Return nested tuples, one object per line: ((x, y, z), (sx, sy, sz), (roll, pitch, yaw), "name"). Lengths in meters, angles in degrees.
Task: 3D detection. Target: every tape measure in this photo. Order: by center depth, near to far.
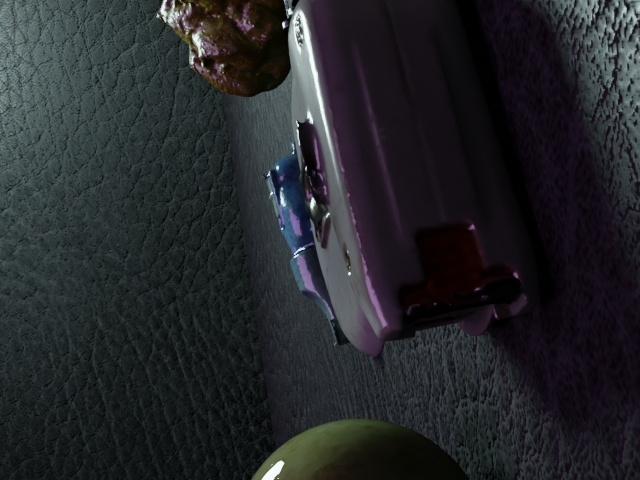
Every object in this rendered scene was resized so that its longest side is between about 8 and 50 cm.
((0.050, -0.041, 0.777), (0.265, 0.130, 0.258), (103, 154, -70), "tape measure")

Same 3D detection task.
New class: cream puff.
((-0.112, -0.321, 1.466), (0.244, 0.196, 0.244), (-160, 90, -74), "cream puff")

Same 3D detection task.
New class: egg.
((0.039, 0.281, 0.904), (0.218, 0.218, 0.295), (-108, 3, -45), "egg")

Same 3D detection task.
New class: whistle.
((0.000, 0.000, 1.341), (0.180, 0.093, 0.269), (111, 143, -75), "whistle")

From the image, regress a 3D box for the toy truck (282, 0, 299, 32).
((-0.003, -0.260, 1.054), (0.147, 0.079, 0.065), (124, 134, -77), "toy truck")
